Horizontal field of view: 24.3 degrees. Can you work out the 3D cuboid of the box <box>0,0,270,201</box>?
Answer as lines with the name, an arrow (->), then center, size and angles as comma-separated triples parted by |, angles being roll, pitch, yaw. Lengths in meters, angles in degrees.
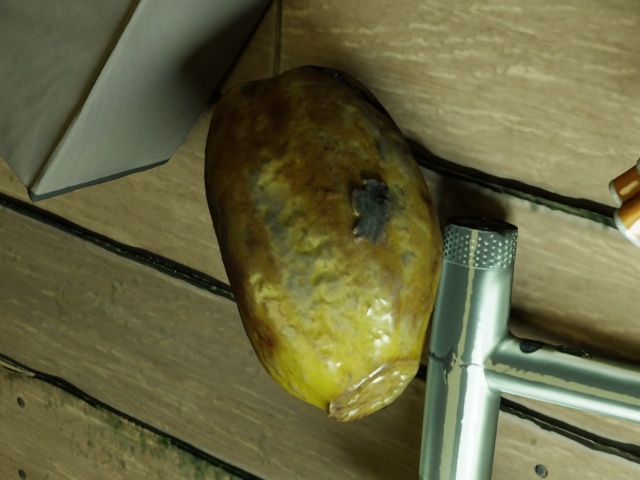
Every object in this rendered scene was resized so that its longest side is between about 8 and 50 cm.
box -> -0.180, -0.188, 1.290 | 0.153, 0.188, 0.252 | 49, 128, 16

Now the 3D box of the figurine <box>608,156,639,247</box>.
figurine -> 0.300, -0.088, 0.968 | 0.143, 0.143, 0.271 | 51, 132, 14

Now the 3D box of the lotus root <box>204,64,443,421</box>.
lotus root -> 0.009, -0.001, 1.190 | 0.193, 0.193, 0.291 | -44, 47, 41

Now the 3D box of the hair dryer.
hair dryer -> 0.173, 0.171, 1.160 | 0.284, 0.156, 0.320 | 28, 114, 42
